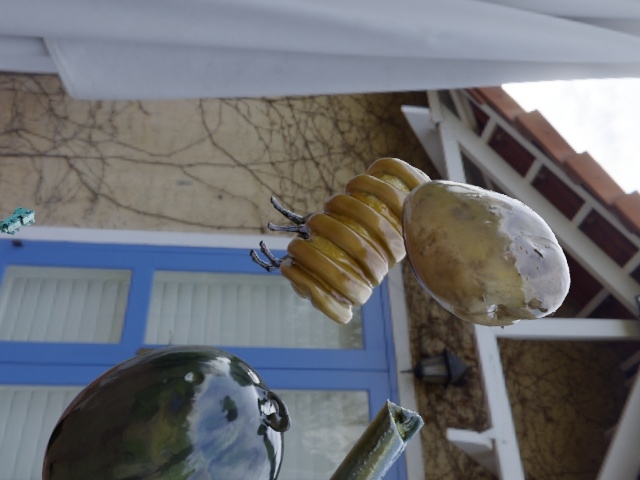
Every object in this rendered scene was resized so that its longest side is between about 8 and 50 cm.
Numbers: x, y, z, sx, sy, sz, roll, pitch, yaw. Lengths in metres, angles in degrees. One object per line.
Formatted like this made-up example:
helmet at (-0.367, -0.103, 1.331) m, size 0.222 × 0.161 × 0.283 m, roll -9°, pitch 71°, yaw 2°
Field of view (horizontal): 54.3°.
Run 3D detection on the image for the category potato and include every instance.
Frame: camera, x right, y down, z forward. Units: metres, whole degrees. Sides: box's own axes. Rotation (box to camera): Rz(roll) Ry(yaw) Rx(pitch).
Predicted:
potato at (0.178, 0.015, 0.727) m, size 0.235 × 0.161 × 0.128 m, roll 29°, pitch -40°, yaw 35°

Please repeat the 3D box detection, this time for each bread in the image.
bread at (0.070, -0.019, 1.069) m, size 0.311 × 0.173 × 0.121 m, roll -48°, pitch 147°, yaw -14°

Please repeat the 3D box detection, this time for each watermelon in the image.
watermelon at (-0.204, 0.288, 0.865) m, size 0.279 × 0.359 × 0.279 m, roll 58°, pitch 10°, yaw -16°

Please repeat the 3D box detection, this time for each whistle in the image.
whistle at (0.035, 0.366, 0.897) m, size 0.326 × 0.068 × 0.057 m, roll -57°, pitch -160°, yaw 12°

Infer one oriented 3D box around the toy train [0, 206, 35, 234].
toy train at (-0.624, -0.041, 1.277) m, size 0.092 × 0.045 × 0.029 m, roll -59°, pitch 161°, yaw -61°

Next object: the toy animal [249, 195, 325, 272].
toy animal at (-0.003, -0.012, 1.375) m, size 0.243 × 0.260 × 0.087 m, roll -62°, pitch -154°, yaw 29°
